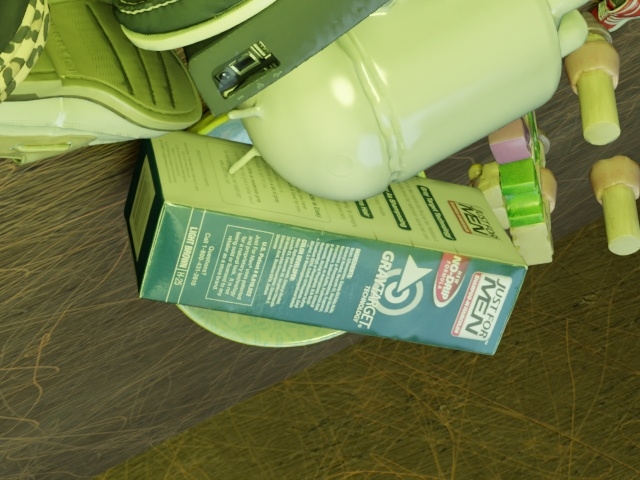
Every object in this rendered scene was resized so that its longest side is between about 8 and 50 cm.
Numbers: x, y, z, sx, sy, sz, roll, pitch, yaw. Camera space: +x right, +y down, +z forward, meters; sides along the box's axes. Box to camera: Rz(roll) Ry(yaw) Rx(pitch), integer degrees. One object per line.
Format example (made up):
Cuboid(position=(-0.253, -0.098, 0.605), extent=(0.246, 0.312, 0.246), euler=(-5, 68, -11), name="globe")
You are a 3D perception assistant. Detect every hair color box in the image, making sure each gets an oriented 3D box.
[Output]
Cuboid(position=(0.000, 0.000, 1.526), extent=(0.347, 0.174, 0.105), euler=(10, 116, -16), name="hair color box")

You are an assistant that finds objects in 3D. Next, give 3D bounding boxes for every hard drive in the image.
Cuboid(position=(-0.003, -0.217, 1.151), extent=(0.255, 0.172, 0.054), euler=(-35, 134, 17), name="hard drive")

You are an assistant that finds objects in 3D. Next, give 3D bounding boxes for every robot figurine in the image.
Cuboid(position=(0.071, -0.164, 1.447), extent=(0.353, 0.199, 0.300), euler=(-28, 151, -13), name="robot figurine")

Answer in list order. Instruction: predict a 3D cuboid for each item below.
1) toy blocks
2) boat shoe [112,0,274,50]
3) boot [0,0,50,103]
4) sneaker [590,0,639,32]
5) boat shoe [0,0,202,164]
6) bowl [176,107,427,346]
Cuboid(position=(0.228, -0.142, 2.015), extent=(0.309, 0.260, 0.288), euler=(-9, 142, 12), name="toy blocks")
Cuboid(position=(-0.025, -0.252, 1.066), extent=(0.340, 0.127, 0.113), euler=(-28, 141, 23), name="boat shoe")
Cuboid(position=(-0.314, -0.107, 0.890), extent=(0.377, 0.138, 0.284), euler=(-35, 169, -9), name="boot")
Cuboid(position=(0.366, -0.295, 2.054), extent=(0.067, 0.042, 0.118), euler=(8, 167, -36), name="sneaker")
Cuboid(position=(-0.207, -0.117, 1.199), extent=(0.103, 0.113, 0.302), euler=(-31, 162, 25), name="boat shoe")
Cuboid(position=(-0.041, -0.051, 1.683), extent=(0.289, 0.289, 0.156), euler=(-33, -148, 10), name="bowl")
